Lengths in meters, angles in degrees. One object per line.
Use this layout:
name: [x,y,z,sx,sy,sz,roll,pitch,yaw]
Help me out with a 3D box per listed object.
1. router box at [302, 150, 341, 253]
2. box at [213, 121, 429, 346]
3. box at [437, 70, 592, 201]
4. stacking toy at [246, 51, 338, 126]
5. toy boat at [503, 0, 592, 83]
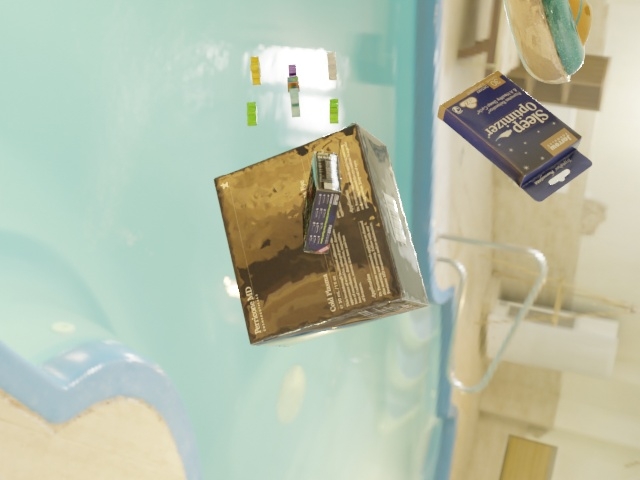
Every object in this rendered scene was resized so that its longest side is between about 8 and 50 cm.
router box: [0.001,-0.055,1.237,0.092,0.038,0.122,-95,-167,-48]
box: [0.000,0.000,1.620,0.179,0.313,0.343,20,55,-66]
box: [0.312,-0.169,1.339,0.136,0.225,0.036,-33,154,-23]
stacking toy: [-0.050,-0.276,1.575,0.221,0.167,0.052,-93,179,-47]
toy boat: [0.350,-0.388,1.302,0.318,0.148,0.267,9,68,-63]
